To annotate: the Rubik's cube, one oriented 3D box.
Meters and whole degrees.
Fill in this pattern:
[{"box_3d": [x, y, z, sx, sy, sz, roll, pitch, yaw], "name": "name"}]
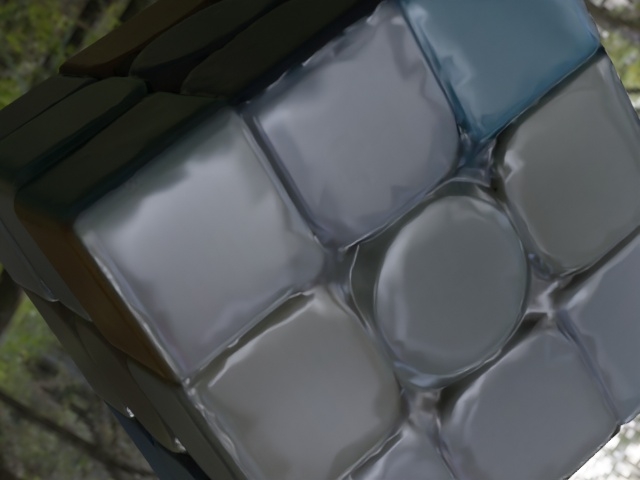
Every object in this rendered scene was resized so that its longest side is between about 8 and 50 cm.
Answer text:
[{"box_3d": [0.000, 0.000, 0.924, 0.347, 0.347, 0.344, -37, -158, -18], "name": "Rubik's cube"}]
